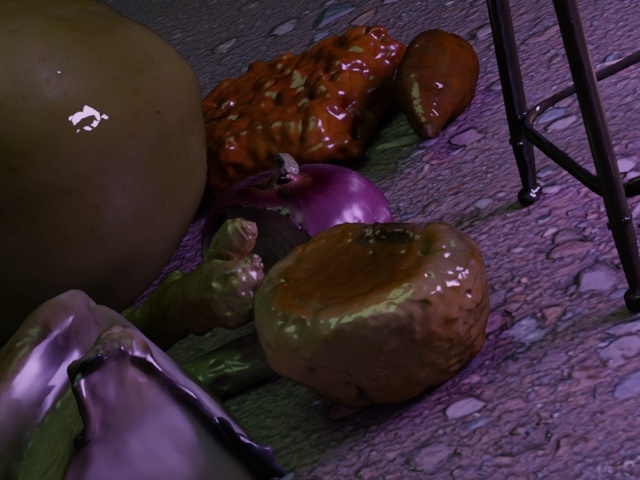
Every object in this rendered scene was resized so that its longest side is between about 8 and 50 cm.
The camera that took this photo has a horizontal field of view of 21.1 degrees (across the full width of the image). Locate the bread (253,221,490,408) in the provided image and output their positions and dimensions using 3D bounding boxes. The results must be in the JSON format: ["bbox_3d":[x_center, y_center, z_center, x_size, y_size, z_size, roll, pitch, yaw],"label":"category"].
[{"bbox_3d":[0.055,0.072,1.674,0.244,0.134,0.244,-21,22,9],"label":"bread"}]

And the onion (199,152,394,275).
[{"bbox_3d":[-0.015,-0.005,1.885,0.207,0.200,0.200,-31,15,40],"label":"onion"}]

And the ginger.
[{"bbox_3d":[-0.156,0.083,1.859,0.299,0.065,0.118,-36,46,41],"label":"ginger"}]

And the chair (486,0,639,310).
[{"bbox_3d":[0.324,-0.239,1.675,0.365,0.410,0.362,-28,22,-1],"label":"chair"}]

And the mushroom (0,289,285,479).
[{"bbox_3d":[-0.239,0.209,1.651,0.313,0.224,0.397,-46,18,-1],"label":"mushroom"}]

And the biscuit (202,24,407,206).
[{"bbox_3d":[-0.052,-0.168,2.366,0.318,0.110,0.312,-13,28,33],"label":"biscuit"}]

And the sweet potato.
[{"bbox_3d":[0.153,-0.216,2.228,0.112,0.112,0.359,-20,23,19],"label":"sweet potato"}]

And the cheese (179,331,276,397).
[{"bbox_3d":[-0.128,0.148,1.833,0.194,0.043,0.065,-21,21,14],"label":"cheese"}]

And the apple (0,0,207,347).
[{"bbox_3d":[-0.366,-0.092,2.136,0.474,0.473,0.473,-24,22,10],"label":"apple"}]
